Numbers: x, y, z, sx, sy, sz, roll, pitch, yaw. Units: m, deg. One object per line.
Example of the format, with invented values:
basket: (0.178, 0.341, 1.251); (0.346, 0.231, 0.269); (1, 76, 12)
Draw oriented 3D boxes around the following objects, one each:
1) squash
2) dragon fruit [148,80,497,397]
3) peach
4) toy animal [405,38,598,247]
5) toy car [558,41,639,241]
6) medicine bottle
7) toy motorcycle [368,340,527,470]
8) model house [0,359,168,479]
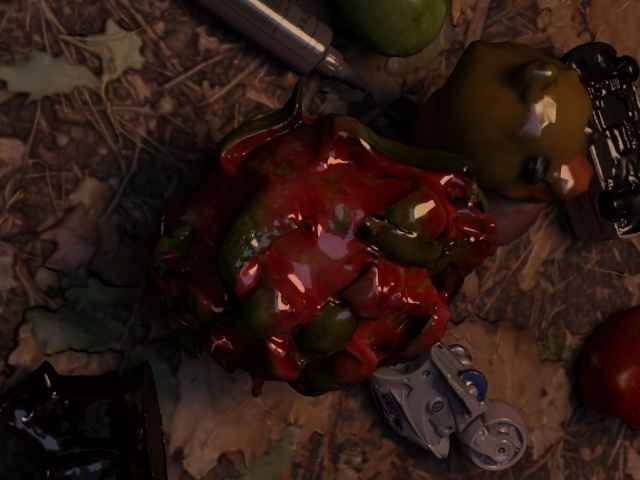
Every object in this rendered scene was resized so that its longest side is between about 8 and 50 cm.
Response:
squash: (0.027, -0.352, 1.227); (0.118, 0.118, 0.370); (-24, 97, -24)
dragon fruit: (0.002, 0.011, 1.130); (0.303, 0.231, 0.237); (-10, 61, 3)
peach: (0.355, 0.135, 1.397); (0.118, 0.151, 0.151); (27, 75, -69)
toy animal: (0.169, -0.091, 1.218); (0.195, 0.281, 0.169); (-34, 84, -21)
toy car: (0.292, -0.103, 1.364); (0.089, 0.108, 0.209); (-22, 96, -22)
medicine bottle: (-0.032, -0.198, 1.227); (0.199, 0.057, 0.057); (33, 77, -22)
toy motorcycle: (0.106, 0.148, 1.286); (0.254, 0.112, 0.112); (44, 73, -21)
model house: (-0.216, 0.206, 1.124); (0.164, 0.141, 0.203); (-8, 72, -4)
